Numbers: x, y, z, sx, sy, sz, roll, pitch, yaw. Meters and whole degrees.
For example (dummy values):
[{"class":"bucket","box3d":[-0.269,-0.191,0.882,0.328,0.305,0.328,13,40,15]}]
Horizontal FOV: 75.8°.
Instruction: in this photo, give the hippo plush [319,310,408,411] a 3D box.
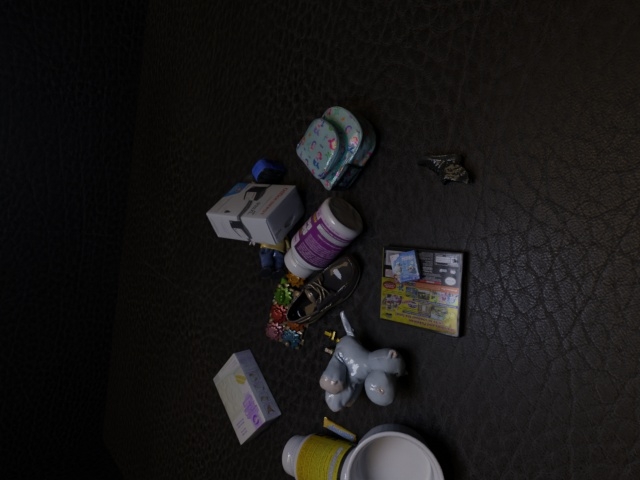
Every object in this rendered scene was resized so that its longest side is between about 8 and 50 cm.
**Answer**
[{"class":"hippo plush","box3d":[0.162,0.427,1.338,0.237,0.234,0.294,3,50,26]}]

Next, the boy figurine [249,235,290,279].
[{"class":"boy figurine","box3d":[-0.205,0.009,1.667,0.092,0.177,0.285,-44,44,47]}]

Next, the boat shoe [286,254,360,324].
[{"class":"boat shoe","box3d":[0.006,0.193,1.469,0.132,0.130,0.355,48,116,17]}]

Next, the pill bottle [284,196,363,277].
[{"class":"pill bottle","box3d":[0.000,0.000,1.467,0.301,0.169,0.169,-47,60,33]}]

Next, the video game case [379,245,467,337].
[{"class":"video game case","box3d":[0.309,0.148,1.269,0.275,0.035,0.248,5,94,43]}]

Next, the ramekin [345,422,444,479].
[{"class":"ramekin","box3d":[0.219,0.690,1.222,0.277,0.135,0.277,-1,84,10]}]

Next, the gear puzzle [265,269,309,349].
[{"class":"gear puzzle","box3d":[-0.119,0.266,1.631,0.175,0.044,0.338,19,104,20]}]

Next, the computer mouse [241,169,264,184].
[{"class":"computer mouse","box3d":[-0.318,-0.201,1.832,0.188,0.072,0.272,44,119,35]}]

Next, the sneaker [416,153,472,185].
[{"class":"sneaker","box3d":[0.358,-0.204,1.205,0.170,0.051,0.089,3,88,40]}]

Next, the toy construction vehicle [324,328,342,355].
[{"class":"toy construction vehicle","box3d":[0.054,0.382,1.520,0.098,0.035,0.085,11,88,40]}]

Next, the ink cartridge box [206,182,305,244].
[{"class":"ink cartridge box","box3d":[-0.252,-0.113,1.617,0.307,0.223,0.129,7,134,32]}]

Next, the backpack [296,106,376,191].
[{"class":"backpack","box3d":[0.056,-0.323,1.407,0.253,0.191,0.225,-50,58,26]}]

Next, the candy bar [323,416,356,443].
[{"class":"candy bar","box3d":[0.073,0.701,1.514,0.161,0.018,0.040,10,98,44]}]

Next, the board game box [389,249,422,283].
[{"class":"board game box","box3d":[0.264,0.082,1.271,0.090,0.020,0.090,-18,77,42]}]

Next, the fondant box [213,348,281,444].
[{"class":"fondant box","box3d":[-0.338,0.699,1.851,0.238,0.096,0.330,-52,59,31]}]

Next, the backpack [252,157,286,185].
[{"class":"backpack","box3d":[-0.225,-0.287,1.709,0.101,0.120,0.098,53,125,29]}]

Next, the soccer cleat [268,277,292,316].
[{"class":"soccer cleat","box3d":[-0.170,0.239,1.716,0.072,0.060,0.179,48,117,46]}]

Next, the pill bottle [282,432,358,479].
[{"class":"pill bottle","box3d":[0.026,0.790,1.441,0.334,0.188,0.187,-9,85,43]}]
